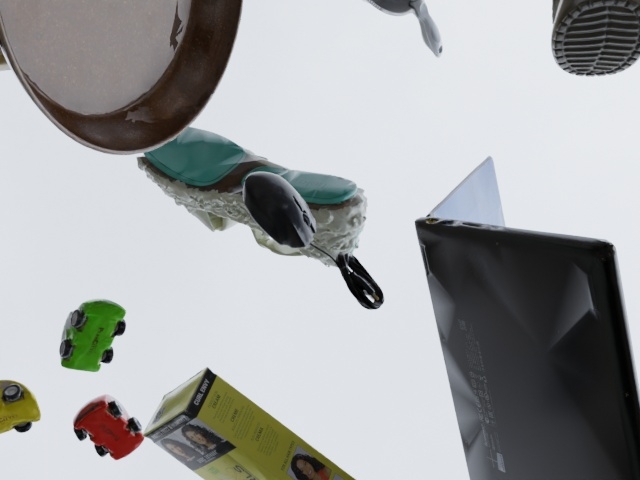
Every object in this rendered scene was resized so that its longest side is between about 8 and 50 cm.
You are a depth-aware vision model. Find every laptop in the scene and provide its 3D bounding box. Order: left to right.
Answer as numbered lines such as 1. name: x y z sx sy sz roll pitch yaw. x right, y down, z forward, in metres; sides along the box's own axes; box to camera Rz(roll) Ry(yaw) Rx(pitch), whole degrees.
1. laptop: 0.260 0.127 1.033 0.408 0.236 0.382 11 -61 59

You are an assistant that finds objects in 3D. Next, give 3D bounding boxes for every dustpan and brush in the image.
1. dustpan and brush: 0.096 -0.295 1.117 0.060 0.211 0.147 22 -116 34

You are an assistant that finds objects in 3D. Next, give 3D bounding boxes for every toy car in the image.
1. toy car: -0.293 0.154 1.150 0.225 0.239 0.053 -62 -143 20

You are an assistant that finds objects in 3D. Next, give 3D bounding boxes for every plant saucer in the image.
1. plant saucer: -0.091 -0.123 0.435 0.029 0.168 0.168 10 -93 29

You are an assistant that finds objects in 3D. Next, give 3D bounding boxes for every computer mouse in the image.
1. computer mouse: 0.000 0.000 1.178 0.041 0.242 0.071 -33 -151 32

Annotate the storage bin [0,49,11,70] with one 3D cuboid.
1. storage bin: -0.300 -0.277 0.785 0.123 0.260 0.262 118 -41 -61

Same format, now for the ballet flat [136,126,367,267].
1. ballet flat: -0.113 -0.055 1.422 0.409 0.147 0.147 21 -87 32

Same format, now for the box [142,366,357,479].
1. box: -0.053 0.222 0.944 0.087 0.232 0.058 -35 -158 41

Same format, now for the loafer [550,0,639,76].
1. loafer: 0.281 -0.267 0.960 0.102 0.268 0.092 4 -119 12
